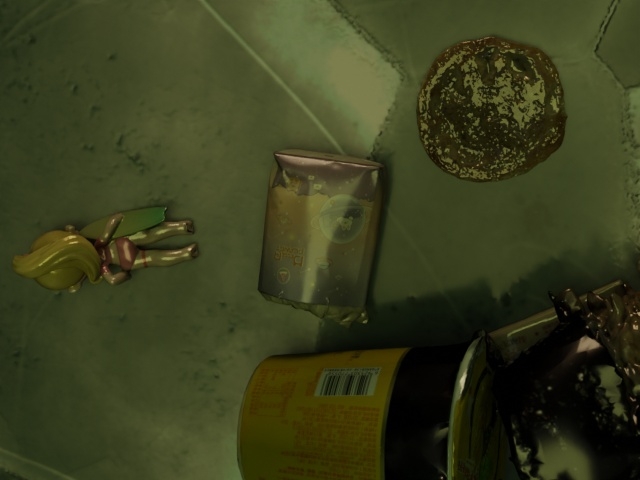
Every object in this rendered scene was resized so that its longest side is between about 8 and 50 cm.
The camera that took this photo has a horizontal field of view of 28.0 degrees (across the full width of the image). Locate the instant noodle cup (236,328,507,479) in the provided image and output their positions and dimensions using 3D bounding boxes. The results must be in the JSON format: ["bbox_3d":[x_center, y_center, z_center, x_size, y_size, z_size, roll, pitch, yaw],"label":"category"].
[{"bbox_3d":[0.053,0.190,1.255,0.236,0.215,0.215,2,102,20],"label":"instant noodle cup"}]

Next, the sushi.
[{"bbox_3d":[0.288,0.153,1.170,0.219,0.225,0.238,-28,94,16],"label":"sushi"}]

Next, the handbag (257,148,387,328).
[{"bbox_3d":[0.000,0.000,1.278,0.117,0.095,0.173,8,99,10],"label":"handbag"}]

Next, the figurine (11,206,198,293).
[{"bbox_3d":[-0.223,0.011,1.327,0.187,0.083,0.083,-6,100,0],"label":"figurine"}]

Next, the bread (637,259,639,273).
[{"bbox_3d":[0.381,0.008,1.231,0.106,0.082,0.125,40,114,10],"label":"bread"}]

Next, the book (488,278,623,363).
[{"bbox_3d":[0.279,0.173,1.306,0.162,0.022,0.231,-24,97,12],"label":"book"}]

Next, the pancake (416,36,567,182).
[{"bbox_3d":[0.169,-0.126,1.262,0.152,0.025,0.151,1,100,8],"label":"pancake"}]
